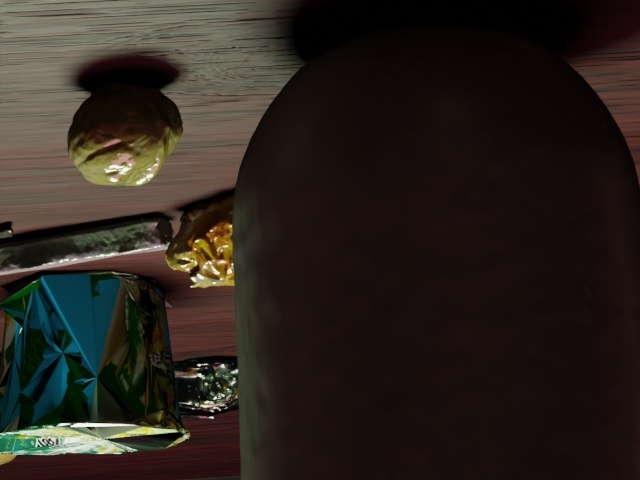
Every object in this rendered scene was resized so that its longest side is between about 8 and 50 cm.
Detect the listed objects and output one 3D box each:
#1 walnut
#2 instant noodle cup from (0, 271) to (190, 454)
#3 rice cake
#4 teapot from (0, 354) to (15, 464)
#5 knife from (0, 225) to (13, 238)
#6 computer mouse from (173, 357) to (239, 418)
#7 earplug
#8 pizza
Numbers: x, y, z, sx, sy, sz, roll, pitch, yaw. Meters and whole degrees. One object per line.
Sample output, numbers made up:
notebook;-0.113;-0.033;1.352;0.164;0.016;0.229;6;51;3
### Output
walnut;-0.151;-0.081;1.256;0.092;0.092;0.092;-4;165;-1
instant noodle cup;-0.267;0.144;1.874;0.240;0.178;0.240;-4;165;-1
rice cake;-0.247;0.008;1.646;0.206;0.036;0.047;-9;169;14
teapot;-0.470;0.253;2.248;0.203;0.167;0.311;-16;162;35
knife;-0.393;0.015;1.662;0.222;0.021;0.045;-11;161;26
computer mouse;-0.177;0.220;2.392;0.241;0.078;0.146;-7;163;9
earplug;0.092;0.045;1.187;0.312;0.394;0.312;-3;166;-1
pizza;0.000;0.000;1.598;0.305;0.086;0.161;-5;164;-3
